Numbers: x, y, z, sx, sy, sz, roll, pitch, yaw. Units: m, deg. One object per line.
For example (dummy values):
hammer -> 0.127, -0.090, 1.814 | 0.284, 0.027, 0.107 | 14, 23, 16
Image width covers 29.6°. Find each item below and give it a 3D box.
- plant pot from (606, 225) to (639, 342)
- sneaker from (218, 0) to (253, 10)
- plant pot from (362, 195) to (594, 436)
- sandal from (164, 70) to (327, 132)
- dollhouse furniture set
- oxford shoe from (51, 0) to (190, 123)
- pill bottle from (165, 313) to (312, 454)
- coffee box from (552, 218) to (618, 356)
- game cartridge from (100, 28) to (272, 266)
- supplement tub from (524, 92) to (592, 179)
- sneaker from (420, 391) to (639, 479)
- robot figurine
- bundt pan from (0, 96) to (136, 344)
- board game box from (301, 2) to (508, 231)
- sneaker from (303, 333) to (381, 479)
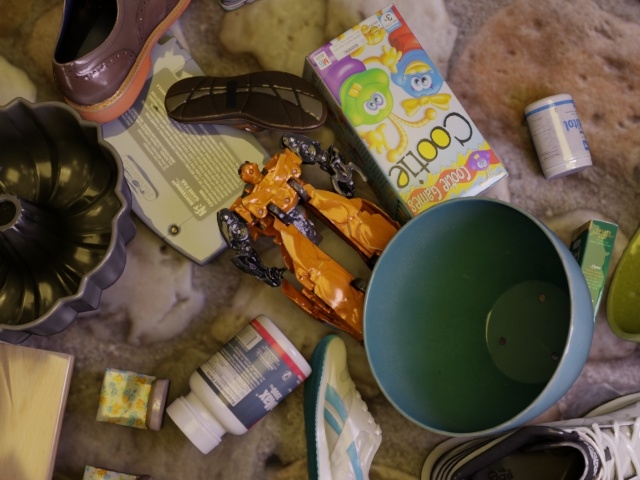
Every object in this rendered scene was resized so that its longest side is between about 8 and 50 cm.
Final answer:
plant pot -> 0.566, 0.075, 1.597 | 0.254, 0.276, 0.276 | 32, 82, -10
sneaker -> -0.097, -0.358, 1.691 | 0.098, 0.069, 0.038 | -32, 86, -7
plant pot -> 0.226, 0.104, 1.528 | 0.290, 0.195, 0.290 | -9, 75, 35
sandal -> -0.099, -0.176, 1.626 | 0.219, 0.060, 0.090 | -1, 64, 7
dollhouse furniture set -> -0.402, 0.326, 1.494 | 0.362, 0.256, 0.394 | 10, 82, -2
oxford shoe -> -0.258, -0.340, 1.619 | 0.130, 0.133, 0.363 | 7, 65, 17
pill bottle -> -0.110, 0.194, 1.602 | 0.180, 0.108, 0.108 | -41, 87, -7
coffee box -> 0.353, 0.068, 1.644 | 0.040, 0.113, 0.184 | 15, 84, 2
game cartridge -> -0.199, -0.122, 1.665 | 0.198, 0.062, 0.297 | -38, 86, -3
supplement tub -> 0.331, -0.145, 1.689 | 0.071, 0.071, 0.107 | -17, 84, -5
sneaker -> 0.364, 0.295, 1.541 | 0.447, 0.257, 0.169 | -10, 83, -5
robot figurine -> 0.000, 0.000, 1.605 | 0.291, 0.085, 0.211 | 42, 75, -7
bundt pan -> -0.384, -0.012, 1.568 | 0.331, 0.124, 0.331 | -5, 66, 12
board game box -> 0.109, -0.154, 1.640 | 0.142, 0.144, 0.275 | -33, 86, -7
sneaker -> 0.030, 0.239, 1.623 | 0.092, 0.087, 0.228 | -2, 89, -12
